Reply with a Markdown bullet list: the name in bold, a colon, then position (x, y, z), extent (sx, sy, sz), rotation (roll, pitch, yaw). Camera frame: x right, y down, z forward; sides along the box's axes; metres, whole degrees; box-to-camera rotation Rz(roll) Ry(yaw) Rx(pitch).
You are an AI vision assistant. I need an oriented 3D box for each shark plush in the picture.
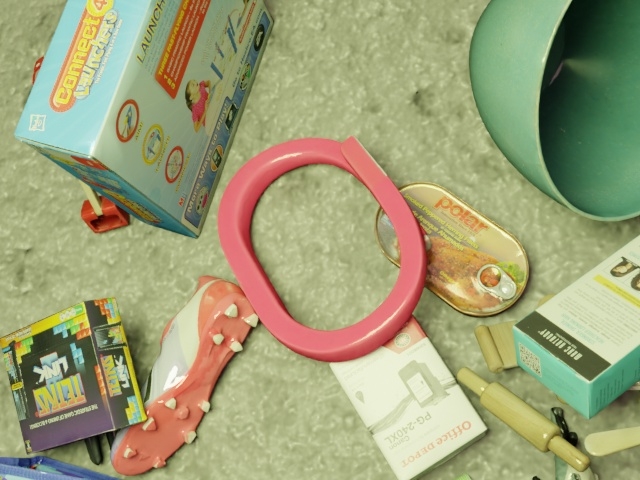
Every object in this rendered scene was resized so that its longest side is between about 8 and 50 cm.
- **shark plush**: position (0.247, 0.256, 0.850), extent (0.067, 0.073, 0.161), rotation (-16, 76, 38)

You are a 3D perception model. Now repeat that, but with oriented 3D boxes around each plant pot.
- **plant pot**: position (0.270, -0.189, 0.865), extent (0.290, 0.290, 0.195), rotation (-49, 37, -4)

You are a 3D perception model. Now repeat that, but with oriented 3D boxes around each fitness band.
- **fitness band**: position (0.000, 0.000, 0.931), extent (0.209, 0.054, 0.291), rotation (-36, 58, 5)

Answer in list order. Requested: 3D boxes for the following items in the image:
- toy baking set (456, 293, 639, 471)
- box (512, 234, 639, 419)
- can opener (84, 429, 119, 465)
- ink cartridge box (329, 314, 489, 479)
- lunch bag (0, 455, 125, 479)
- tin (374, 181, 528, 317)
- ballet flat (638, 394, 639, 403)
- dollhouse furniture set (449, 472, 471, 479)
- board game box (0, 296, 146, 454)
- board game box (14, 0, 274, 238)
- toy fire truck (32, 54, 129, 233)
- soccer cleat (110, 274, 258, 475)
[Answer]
- **toy baking set**: position (0.269, 0.136, 0.826), extent (0.197, 0.030, 0.256), rotation (-35, 45, -15)
- **box**: position (0.318, 0.066, 0.822), extent (0.244, 0.060, 0.100), rotation (-32, 42, -17)
- **can opener**: position (-0.270, 0.170, 0.969), extent (0.059, 0.073, 0.186), rotation (-8, 84, 1)
- **ink cartridge box**: position (0.097, 0.172, 0.893), extent (0.109, 0.063, 0.150), rotation (-33, 72, 1)
- **lunch bag**: position (-0.239, 0.364, 0.861), extent (0.293, 0.138, 0.221), rotation (8, 78, 17)
- **tin**: position (0.149, 0.010, 0.939), extent (0.190, 0.040, 0.106), rotation (38, 90, 18)
- **ballet flat**: position (0.434, 0.117, 0.848), extent (0.232, 0.080, 0.073), rotation (-38, 100, 2)
- **dollhouse furniture set**: position (0.156, 0.323, 0.845), extent (0.076, 0.058, 0.151), rotation (-31, 72, 2)
- **board game box**: position (-0.281, 0.154, 0.920), extent (0.170, 0.048, 0.141), rotation (-23, 79, 35)
- **board game box**: position (-0.171, -0.190, 0.912), extent (0.086, 0.302, 0.308), rotation (15, 79, 14)
- **toy fire truck**: position (-0.293, -0.117, 1.004), extent (0.047, 0.192, 0.135), rotation (-16, 45, 6)
- **soccer cleat**: position (-0.166, 0.154, 0.951), extent (0.095, 0.083, 0.248), rotation (32, 89, 47)
